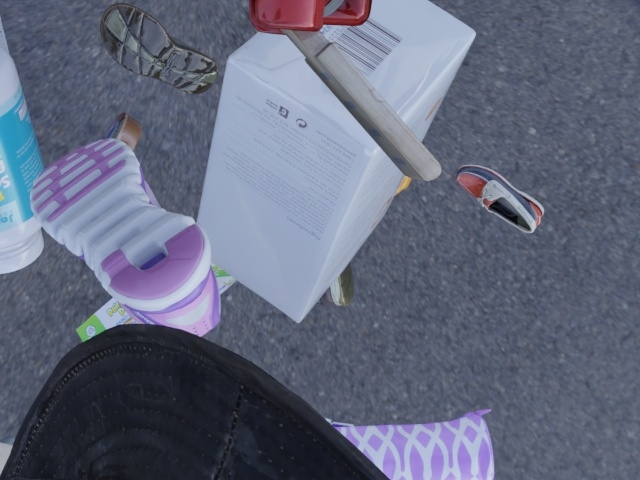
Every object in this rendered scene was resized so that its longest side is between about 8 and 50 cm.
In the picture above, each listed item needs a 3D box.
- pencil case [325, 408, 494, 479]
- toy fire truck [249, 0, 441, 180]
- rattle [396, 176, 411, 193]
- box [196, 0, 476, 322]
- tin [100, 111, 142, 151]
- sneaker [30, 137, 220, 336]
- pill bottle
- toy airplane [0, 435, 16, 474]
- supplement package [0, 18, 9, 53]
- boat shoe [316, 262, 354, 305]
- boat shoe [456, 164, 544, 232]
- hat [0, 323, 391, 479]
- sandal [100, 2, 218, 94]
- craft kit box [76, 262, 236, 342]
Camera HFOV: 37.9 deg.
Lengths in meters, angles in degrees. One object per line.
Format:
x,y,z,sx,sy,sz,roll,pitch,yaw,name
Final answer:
0.084,0.230,1.003,0.206,0.086,0.088,0,74,-10,pencil case
0.008,-0.169,0.616,0.158,0.217,0.246,4,97,5,toy fire truck
0.086,-0.079,1.505,0.142,0.200,0.130,-4,80,1,rattle
0.001,-0.101,1.037,0.168,0.345,0.215,34,56,8,box
-0.324,-0.104,1.393,0.040,0.106,0.190,31,71,-21,tin
-0.152,0.005,0.750,0.095,0.236,0.104,-37,137,-12,sneaker
-0.401,-0.088,1.094,0.146,0.146,0.264,-9,129,-5,pill bottle
-0.223,0.328,1.028,0.272,0.384,0.386,-37,94,13,toy airplane
-0.575,-0.227,1.386,0.194,0.149,0.203,-18,84,29,supplement package
0.000,0.001,1.537,0.073,0.080,0.224,-11,89,20,boat shoe
0.247,-0.059,1.307,0.137,0.043,0.049,32,143,7,boat shoe
-0.095,0.183,0.323,0.134,0.331,0.331,7,110,-46,hat
-0.248,-0.295,1.424,0.219,0.060,0.090,19,115,-46,sandal
-0.254,0.091,1.603,0.246,0.250,0.061,-36,78,21,craft kit box
